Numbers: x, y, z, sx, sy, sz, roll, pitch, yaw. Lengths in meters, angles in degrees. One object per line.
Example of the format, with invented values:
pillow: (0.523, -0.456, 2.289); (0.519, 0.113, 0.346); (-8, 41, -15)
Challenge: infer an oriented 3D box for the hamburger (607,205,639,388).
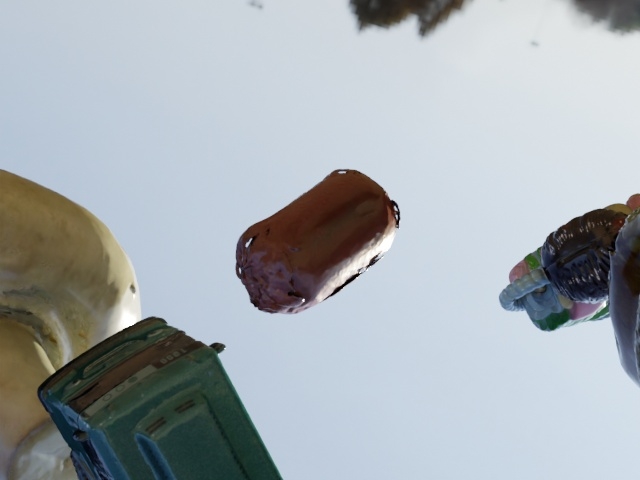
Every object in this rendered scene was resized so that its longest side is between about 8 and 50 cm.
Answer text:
hamburger: (0.352, 0.074, 1.236); (0.211, 0.308, 0.132); (2, -146, 26)

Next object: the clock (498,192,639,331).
clock: (0.285, 0.028, 1.498); (0.195, 0.194, 0.100); (1, -120, -54)

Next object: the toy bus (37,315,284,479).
toy bus: (-0.096, 0.196, 1.095); (0.128, 0.256, 0.147); (-33, -163, -22)

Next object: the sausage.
sausage: (0.000, 0.000, 1.021); (0.076, 0.076, 0.141); (29, -134, 32)

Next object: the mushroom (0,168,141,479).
mushroom: (-0.295, 0.081, 1.341); (0.356, 0.315, 0.315); (7, -169, 23)
